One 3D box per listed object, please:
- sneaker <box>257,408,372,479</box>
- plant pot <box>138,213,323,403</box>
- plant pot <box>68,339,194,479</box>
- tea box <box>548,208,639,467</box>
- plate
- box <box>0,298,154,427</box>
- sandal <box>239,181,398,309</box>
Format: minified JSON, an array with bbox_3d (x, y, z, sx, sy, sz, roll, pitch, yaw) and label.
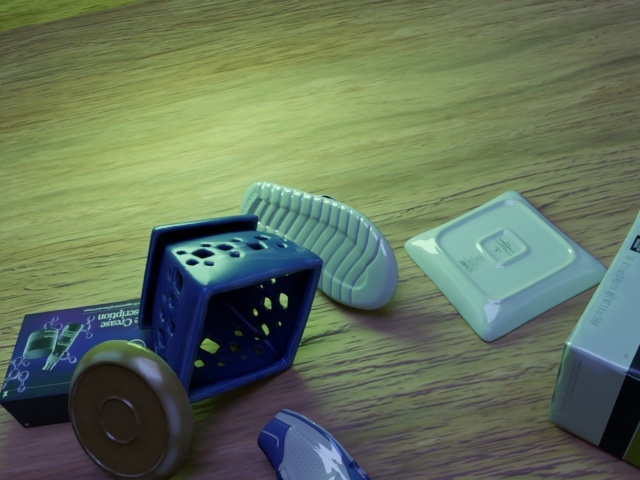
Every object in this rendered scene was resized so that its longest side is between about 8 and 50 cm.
[{"bbox_3d":[-0.005,0.388,0.864,0.182,0.128,0.315,-38,53,-25],"label":"sneaker"},{"bbox_3d":[-0.167,0.091,1.050,0.235,0.236,0.212,-11,40,-41],"label":"plant pot"},{"bbox_3d":[-0.302,0.271,0.976,0.236,0.237,0.032,12,14,21],"label":"plant pot"},{"bbox_3d":[0.551,0.158,0.903,0.323,0.220,0.329,23,56,28],"label":"tea box"},{"bbox_3d":[0.340,0.024,1.191,0.277,0.045,0.277,-26,49,-12],"label":"plate"},{"bbox_3d":[-0.401,0.213,1.126,0.261,0.103,0.184,-8,49,3],"label":"box"},{"bbox_3d":[0.006,-0.014,1.246,0.416,0.169,0.102,34,21,34],"label":"sandal"}]
